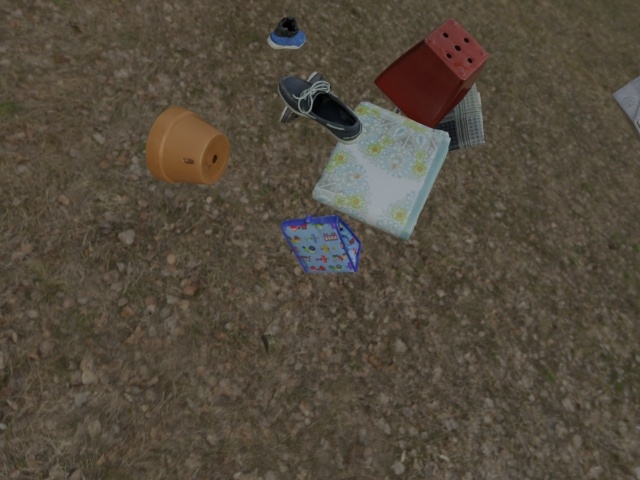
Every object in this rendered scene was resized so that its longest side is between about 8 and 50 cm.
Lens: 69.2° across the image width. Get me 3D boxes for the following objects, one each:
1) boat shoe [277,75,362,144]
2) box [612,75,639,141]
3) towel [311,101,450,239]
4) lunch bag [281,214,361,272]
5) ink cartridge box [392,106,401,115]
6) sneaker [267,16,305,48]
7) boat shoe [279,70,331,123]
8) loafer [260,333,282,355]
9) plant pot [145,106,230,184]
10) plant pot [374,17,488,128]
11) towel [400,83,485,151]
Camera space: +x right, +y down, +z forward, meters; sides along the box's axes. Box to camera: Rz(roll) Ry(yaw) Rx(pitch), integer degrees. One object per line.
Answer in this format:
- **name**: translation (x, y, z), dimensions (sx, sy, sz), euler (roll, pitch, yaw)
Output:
- **boat shoe**: translation (-0.006, -0.327, 1.115), dimensions (0.095, 0.079, 0.254), euler (-43, 74, -8)
- **box**: translation (0.806, -0.300, 1.066), dimensions (0.290, 0.169, 0.087), euler (15, 47, -44)
- **towel**: translation (0.192, -0.222, 1.419), dimensions (0.321, 0.090, 0.374), euler (24, 74, 8)
- **lunch bag**: translation (0.000, 0.000, 1.730), dimensions (0.221, 0.293, 0.138), euler (-3, 59, 23)
- **ink cartridge box**: translation (0.410, -0.555, 2.089), dimensions (0.115, 0.273, 0.198), euler (23, 38, -19)
- **sneaker**: translation (-0.080, -0.603, 1.342), dimensions (0.152, 0.085, 0.058), euler (-28, 85, -44)
- **boat shoe**: translation (-0.053, -0.571, 1.877), dimensions (0.096, 0.112, 0.335), euler (32, 54, -2)
- **loafer**: translation (-0.144, 0.305, 1.383), dimensions (0.050, 0.148, 0.056), euler (-23, 72, -13)
- **plant pot**: translation (-0.478, -0.335, 1.750), dimensions (0.204, 0.290, 0.291), euler (20, 45, 14)
- **plant pot**: translation (0.396, -0.578, 1.572), dimensions (0.267, 0.236, 0.267), euler (45, 63, -1)
- **towel**: translation (0.474, -0.474, 1.830), dimensions (0.056, 0.312, 0.324), euler (46, 41, -55)
